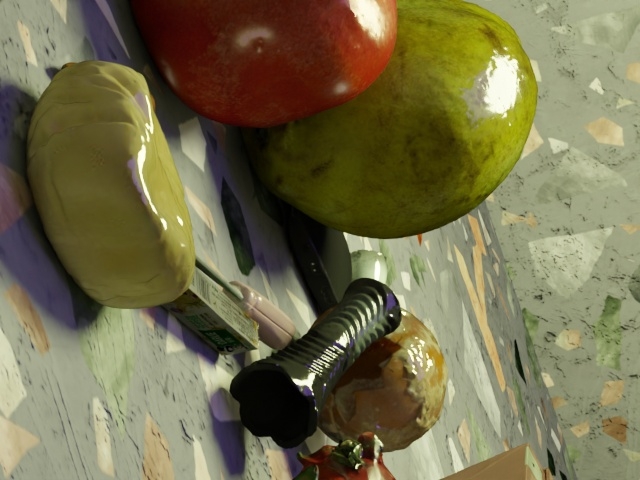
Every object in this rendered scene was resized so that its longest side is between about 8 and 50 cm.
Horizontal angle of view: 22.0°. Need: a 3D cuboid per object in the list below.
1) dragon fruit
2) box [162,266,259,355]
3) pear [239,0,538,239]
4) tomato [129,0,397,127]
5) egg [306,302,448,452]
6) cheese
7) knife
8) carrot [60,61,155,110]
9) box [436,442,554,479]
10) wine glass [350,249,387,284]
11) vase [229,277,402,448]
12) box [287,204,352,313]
[{"bbox_3d":[0.014,0.343,1.777,0.269,0.198,0.200,-49,134,-56],"label":"dragon fruit"},{"bbox_3d":[-0.127,0.072,1.770,0.207,0.049,0.041,48,33,-59],"label":"box"},{"bbox_3d":[0.097,-0.166,2.192,0.352,0.413,0.352,52,-29,44],"label":"pear"},{"bbox_3d":[-0.064,-0.298,1.943,0.290,0.293,0.325,57,16,-55],"label":"tomato"},{"bbox_3d":[0.062,0.168,2.093,0.195,0.195,0.233,61,2,-40],"label":"egg"},{"bbox_3d":[-0.193,-0.053,1.559,0.214,0.117,0.226,-96,168,-46],"label":"cheese"},{"bbox_3d":[-0.111,0.041,1.834,0.081,0.043,0.336,32,-10,30],"label":"knife"},{"bbox_3d":[-0.224,-0.158,1.701,0.190,0.037,0.037,23,52,-67],"label":"carrot"},{"bbox_3d":[0.235,0.408,2.423,0.086,0.215,0.215,61,17,-13],"label":"box"},{"bbox_3d":[0.070,0.093,2.443,0.072,0.072,0.155,57,23,-48],"label":"wine glass"},{"bbox_3d":[0.005,0.131,1.911,0.237,0.115,0.115,-42,117,-48],"label":"vase"},{"bbox_3d":[0.000,0.000,2.330,0.201,0.042,0.213,-85,155,-54],"label":"box"}]
